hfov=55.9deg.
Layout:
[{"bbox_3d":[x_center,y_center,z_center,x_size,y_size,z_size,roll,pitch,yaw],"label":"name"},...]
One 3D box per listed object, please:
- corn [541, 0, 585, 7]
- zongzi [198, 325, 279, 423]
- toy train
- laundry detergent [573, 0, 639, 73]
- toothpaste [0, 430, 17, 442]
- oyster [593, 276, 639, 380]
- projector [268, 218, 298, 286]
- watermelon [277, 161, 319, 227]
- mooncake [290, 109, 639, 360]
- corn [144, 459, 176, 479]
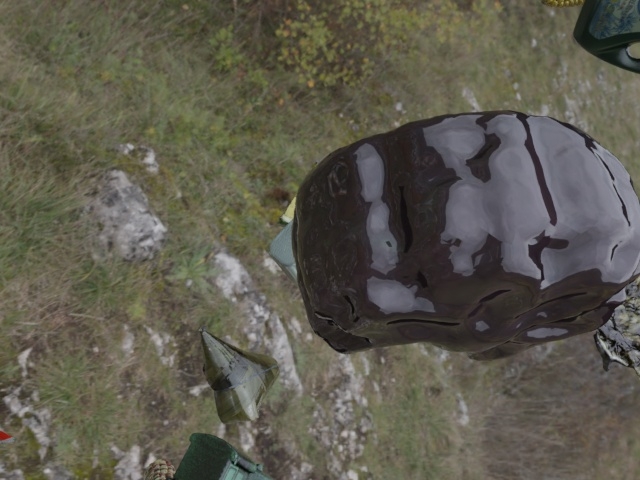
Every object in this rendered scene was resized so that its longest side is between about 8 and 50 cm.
[{"bbox_3d":[0.519,-0.466,1.027,0.101,0.292,0.101,-11,90,-74],"label":"corn"},{"bbox_3d":[-0.192,0.270,1.395,0.242,0.112,0.221,69,19,-9],"label":"zongzi"},{"bbox_3d":[-0.169,0.486,1.117,0.178,0.139,0.330,-64,147,-23],"label":"toy train"},{"bbox_3d":[0.456,-0.278,0.779,0.222,0.144,0.078,32,41,22],"label":"laundry detergent"},{"bbox_3d":[-0.730,0.319,1.212,0.048,0.301,0.075,-45,154,-35],"label":"toothpaste"},{"bbox_3d":[0.456,0.138,0.835,0.223,0.083,0.214,38,39,-22],"label":"oyster"},{"bbox_3d":[0.000,0.000,1.585,0.250,0.108,0.198,-49,148,-10],"label":"projector"},{"bbox_3d":[-0.063,-0.127,1.997,0.301,0.123,0.129,-60,149,-42],"label":"watermelon"},{"bbox_3d":[0.165,0.013,0.682,0.381,0.350,0.212,1,61,-16],"label":"mooncake"},{"bbox_3d":[-0.390,0.625,1.510,0.086,0.253,0.086,0,90,-22],"label":"corn"}]
